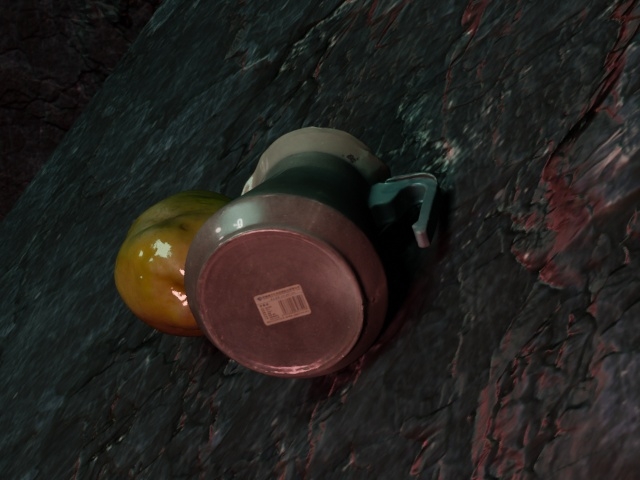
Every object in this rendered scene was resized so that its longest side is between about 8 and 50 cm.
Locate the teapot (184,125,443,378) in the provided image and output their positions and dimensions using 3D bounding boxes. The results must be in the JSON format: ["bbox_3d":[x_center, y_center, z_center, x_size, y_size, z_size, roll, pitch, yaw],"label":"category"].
[{"bbox_3d":[0.000,0.000,1.555,0.203,0.171,0.225,-10,24,15],"label":"teapot"}]

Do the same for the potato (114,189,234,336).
[{"bbox_3d":[-0.129,0.022,1.835,0.154,0.137,0.200,-46,16,11],"label":"potato"}]
